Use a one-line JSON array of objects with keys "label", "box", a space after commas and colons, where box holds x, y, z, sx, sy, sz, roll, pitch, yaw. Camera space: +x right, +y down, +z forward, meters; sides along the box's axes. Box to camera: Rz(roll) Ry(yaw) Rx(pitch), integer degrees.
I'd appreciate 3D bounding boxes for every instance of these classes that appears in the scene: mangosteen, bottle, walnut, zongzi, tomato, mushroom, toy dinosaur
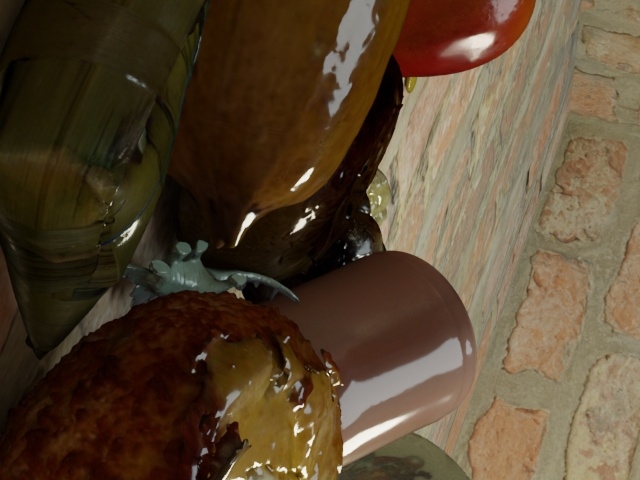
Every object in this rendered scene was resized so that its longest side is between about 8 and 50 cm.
[{"label": "mangosteen", "box": [-0.007, 0.009, 1.864, 0.172, 0.172, 0.184, 30, 54, -77]}, {"label": "bottle", "box": [-0.024, 0.122, 1.666, 0.297, 0.206, 0.173, -23, 135, -39]}, {"label": "walnut", "box": [-0.041, -0.156, 1.434, 0.209, 0.209, 0.336, 4, 101, -77]}, {"label": "zongzi", "box": [-0.152, -0.082, 1.256, 0.289, 0.123, 0.260, 102, 6, -64]}, {"label": "tomato", "box": [0.084, -0.262, 1.777, 0.180, 0.260, 0.260, -51, 160, -17]}, {"label": "mushroom", "box": [-0.024, -0.089, 1.656, 0.297, 0.163, 0.278, -53, 155, -50]}, {"label": "toy dinosaur", "box": [-0.104, 0.034, 1.551, 0.209, 0.082, 0.039, 9, 60, -39]}]

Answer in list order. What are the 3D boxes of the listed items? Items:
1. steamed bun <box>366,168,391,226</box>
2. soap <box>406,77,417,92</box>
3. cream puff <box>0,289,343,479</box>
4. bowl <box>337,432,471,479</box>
[{"label": "steamed bun", "box": [0.014, -0.019, 2.031, 0.192, 0.106, 0.177, 75, 31, -63]}, {"label": "soap", "box": [0.127, -0.240, 2.458, 0.034, 0.012, 0.089, -55, 157, -55]}, {"label": "cream puff", "box": [-0.128, 0.194, 1.378, 0.350, 0.229, 0.350, -44, 142, -49]}, {"label": "bowl", "box": [-0.001, 0.426, 2.075, 0.196, 0.435, 0.435, 6, 101, -43]}]
